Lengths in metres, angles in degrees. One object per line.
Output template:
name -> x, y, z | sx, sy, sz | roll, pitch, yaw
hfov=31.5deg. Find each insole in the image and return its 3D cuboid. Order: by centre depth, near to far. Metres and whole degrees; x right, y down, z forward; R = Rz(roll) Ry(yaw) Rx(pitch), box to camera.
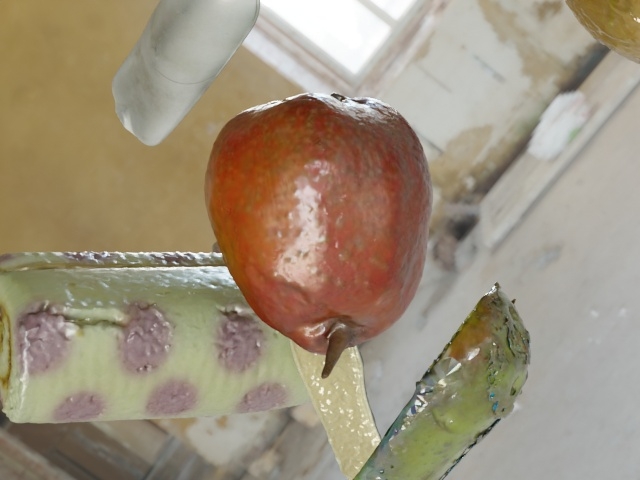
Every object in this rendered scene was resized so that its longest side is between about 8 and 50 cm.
insole -> 0.016, 0.150, 1.166 | 0.081, 0.247, 0.011 | -6, 22, 31

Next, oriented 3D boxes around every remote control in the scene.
remote control -> -0.112, -0.147, 0.865 | 0.044, 0.073, 0.229 | -28, -7, -39

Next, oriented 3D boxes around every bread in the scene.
bread -> -0.177, 0.103, 1.214 | 0.187, 0.338, 0.155 | -137, 52, -57

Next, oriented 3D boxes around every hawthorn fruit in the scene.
hawthorn fruit -> 0.000, 0.000, 1.029 | 0.210, 0.211, 0.262 | 144, 127, -64

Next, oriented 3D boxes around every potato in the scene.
potato -> 0.070, 0.113, 0.685 | 0.198, 0.054, 0.119 | -57, -8, 24

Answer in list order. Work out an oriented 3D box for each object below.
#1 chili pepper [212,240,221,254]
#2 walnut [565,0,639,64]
chili pepper -> -0.124, 0.014, 1.492 | 0.153, 0.041, 0.050 | 115, 156, -45
walnut -> 0.477, -0.393, 1.586 | 0.333, 0.333, 0.333 | -52, 8, 10
